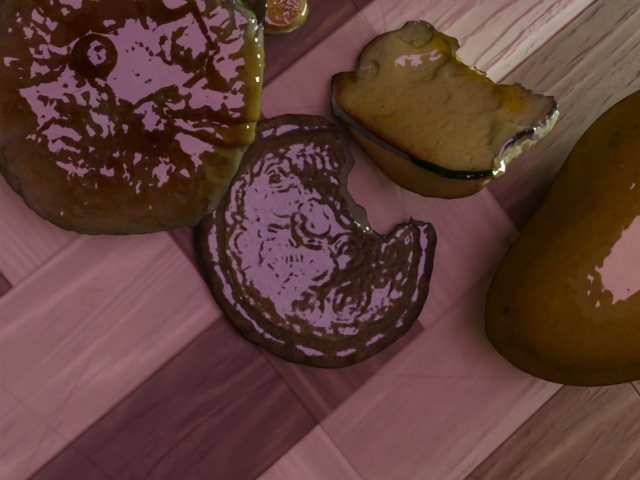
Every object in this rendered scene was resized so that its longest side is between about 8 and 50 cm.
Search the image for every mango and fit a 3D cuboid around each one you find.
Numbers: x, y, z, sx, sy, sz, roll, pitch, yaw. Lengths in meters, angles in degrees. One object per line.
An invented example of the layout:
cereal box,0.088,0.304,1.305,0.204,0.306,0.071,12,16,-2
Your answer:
mango,0.377,-0.004,1.623,0.445,0.220,0.301,-33,101,-13

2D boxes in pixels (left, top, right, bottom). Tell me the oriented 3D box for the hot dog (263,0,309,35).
hot dog,-0.077,-0.363,1.556,0.087,0.061,0.286,-10,89,-12

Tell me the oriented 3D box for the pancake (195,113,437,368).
pancake,0.000,0.000,1.590,0.286,0.033,0.288,-5,90,-18

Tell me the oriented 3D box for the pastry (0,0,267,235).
pastry,-0.208,-0.161,1.455,0.329,0.136,0.330,-2,102,-11

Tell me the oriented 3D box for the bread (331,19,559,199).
bread,0.138,-0.125,1.592,0.174,0.251,0.133,-45,145,-16
